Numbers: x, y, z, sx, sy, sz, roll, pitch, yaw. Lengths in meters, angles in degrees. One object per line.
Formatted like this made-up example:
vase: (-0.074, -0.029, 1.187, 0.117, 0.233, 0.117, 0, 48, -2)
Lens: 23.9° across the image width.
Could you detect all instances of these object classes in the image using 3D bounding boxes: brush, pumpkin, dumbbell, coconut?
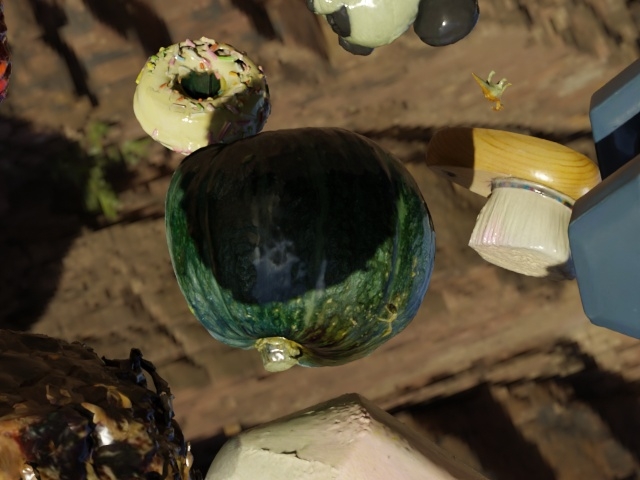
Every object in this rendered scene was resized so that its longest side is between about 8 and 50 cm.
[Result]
brush: (0.264, -0.058, 2.185, 0.266, 0.166, 0.174, 19, 169, 18)
pumpkin: (0.000, 0.000, 1.659, 0.293, 0.263, 0.197, 12, 158, -37)
dumbbell: (0.291, -0.044, 1.268, 0.316, 0.156, 0.144, -63, 171, -60)
coconut: (0.019, 0.313, 1.599, 0.297, 0.309, 0.297, -58, -175, 8)

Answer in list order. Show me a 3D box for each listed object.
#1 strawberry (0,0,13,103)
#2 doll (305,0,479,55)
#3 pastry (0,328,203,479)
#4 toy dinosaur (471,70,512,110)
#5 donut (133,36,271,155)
strawberry: (-0.451, -0.224, 1.740, 0.265, 0.336, 0.149, -17, 142, 26)
doll: (0.095, -0.257, 1.327, 0.234, 0.143, 0.135, -40, -161, -1)
pastry: (-0.193, 0.156, 0.887, 0.274, 0.193, 0.275, 6, -171, -1)
toy dinosaur: (0.239, -0.215, 2.101, 0.041, 0.026, 0.113, -55, 148, -7)
donut: (-0.143, -0.179, 1.837, 0.174, 0.175, 0.068, -19, 145, -18)
